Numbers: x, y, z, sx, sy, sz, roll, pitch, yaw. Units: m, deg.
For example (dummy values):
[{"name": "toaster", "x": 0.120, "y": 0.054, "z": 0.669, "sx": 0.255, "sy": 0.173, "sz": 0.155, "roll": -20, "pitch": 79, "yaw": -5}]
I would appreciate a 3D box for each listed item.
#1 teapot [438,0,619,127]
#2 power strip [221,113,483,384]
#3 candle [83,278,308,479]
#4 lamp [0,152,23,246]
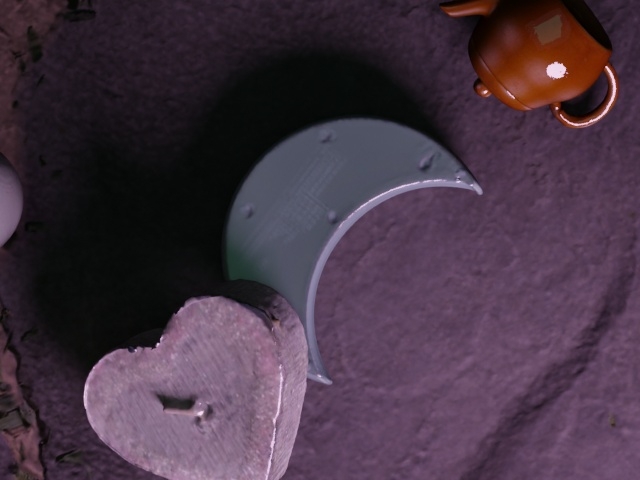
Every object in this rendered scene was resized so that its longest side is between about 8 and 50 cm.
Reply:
[{"name": "teapot", "x": 0.171, "y": -0.150, "z": 1.077, "sx": 0.173, "sy": 0.116, "sz": 0.116, "roll": 39, "pitch": 89, "yaw": -24}, {"name": "power strip", "x": 0.000, "y": 0.000, "z": 1.096, "sx": 0.167, "sy": 0.054, "sz": 0.253, "roll": 40, "pitch": 89, "yaw": 5}, {"name": "candle", "x": -0.085, "y": 0.129, "z": 1.057, "sx": 0.192, "sy": 0.068, "sz": 0.168, "roll": -30, "pitch": 94, "yaw": 25}, {"name": "lamp", "x": -0.294, "y": -0.034, "z": 1.079, "sx": 0.105, "sy": 0.105, "sz": 0.105, "roll": 0, "pitch": 88, "yaw": 2}]
